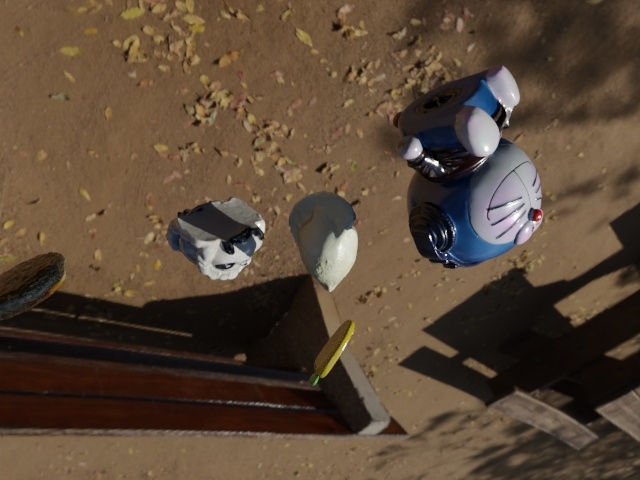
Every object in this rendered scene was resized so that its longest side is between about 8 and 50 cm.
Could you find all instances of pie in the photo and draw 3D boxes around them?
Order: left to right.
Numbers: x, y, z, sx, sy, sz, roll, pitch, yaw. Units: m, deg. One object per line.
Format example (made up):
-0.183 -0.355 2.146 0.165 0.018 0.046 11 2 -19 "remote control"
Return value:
-0.530 0.091 0.857 0.193 0.163 0.079 -26 105 4 "pie"

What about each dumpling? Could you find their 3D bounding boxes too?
-0.001 0.003 1.017 0.126 0.166 0.216 -44 152 -16 "dumpling"

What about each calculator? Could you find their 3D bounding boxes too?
0.032 0.346 1.529 0.032 0.146 0.235 35 87 -5 "calculator"

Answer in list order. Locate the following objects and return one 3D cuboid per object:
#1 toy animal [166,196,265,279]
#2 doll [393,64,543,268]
-0.248 0.001 1.186 0.208 0.204 0.156 -30 150 -47 "toy animal"
0.252 -0.103 0.847 0.284 0.240 0.310 -44 120 -24 "doll"
